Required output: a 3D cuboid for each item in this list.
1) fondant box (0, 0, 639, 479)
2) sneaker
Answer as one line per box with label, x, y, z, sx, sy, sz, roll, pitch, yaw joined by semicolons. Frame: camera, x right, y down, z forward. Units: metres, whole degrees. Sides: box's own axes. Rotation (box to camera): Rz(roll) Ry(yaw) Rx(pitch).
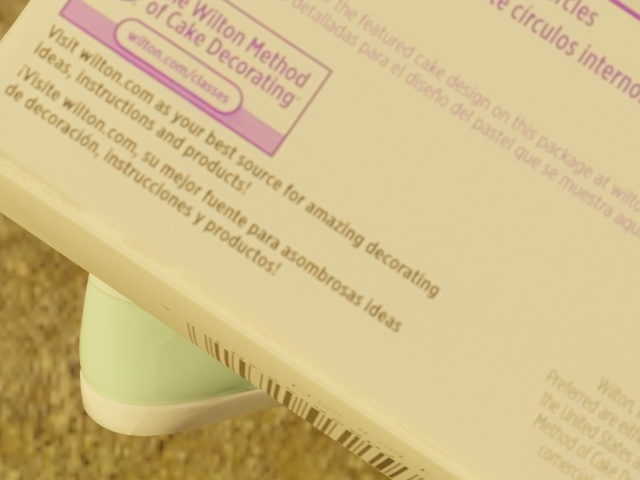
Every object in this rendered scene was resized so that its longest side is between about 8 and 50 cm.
fondant box;0.112;-0.082;0.442;0.238;0.096;0.330;34;81;3
sneaker;0.000;0.000;1.004;0.256;0.151;0.094;-15;36;-29
